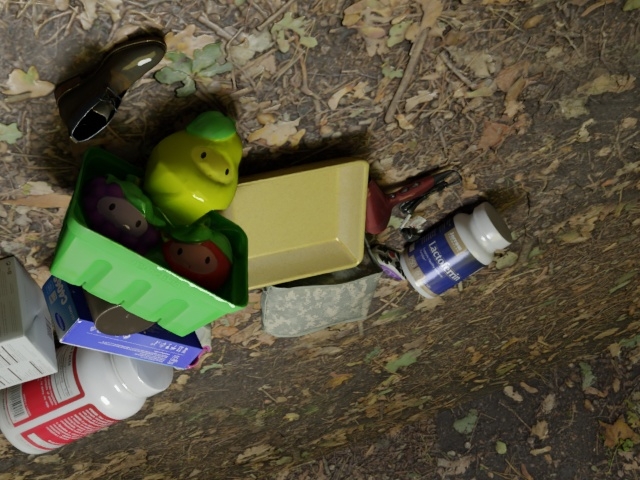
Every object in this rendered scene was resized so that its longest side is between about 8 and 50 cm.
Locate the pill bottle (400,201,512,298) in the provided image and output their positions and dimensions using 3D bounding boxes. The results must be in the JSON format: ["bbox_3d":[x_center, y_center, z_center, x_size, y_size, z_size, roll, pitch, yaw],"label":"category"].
[{"bbox_3d":[0.348,0.023,2.124,0.265,0.153,0.153,-36,145,24],"label":"pill bottle"}]

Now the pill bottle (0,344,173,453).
[{"bbox_3d":[-0.577,0.357,2.039,0.408,0.228,0.229,-25,149,19],"label":"pill bottle"}]

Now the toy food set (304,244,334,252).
[{"bbox_3d":[0.000,0.000,1.971,0.122,0.077,0.019,-7,143,-21],"label":"toy food set"}]

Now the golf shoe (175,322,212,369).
[{"bbox_3d":[-0.388,0.286,2.148,0.115,0.140,0.306,12,138,-43],"label":"golf shoe"}]

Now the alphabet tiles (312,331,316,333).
[{"bbox_3d":[-0.019,0.203,2.341,0.198,0.009,0.237,-26,148,11],"label":"alphabet tiles"}]

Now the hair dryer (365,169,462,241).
[{"bbox_3d":[0.177,-0.107,1.934,0.294,0.080,0.223,7,124,-45],"label":"hair dryer"}]

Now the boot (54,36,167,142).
[{"bbox_3d":[-0.340,-0.246,1.376,0.219,0.106,0.082,-28,148,15],"label":"boot"}]

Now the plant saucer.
[{"bbox_3d":[-0.069,-0.047,1.822,0.333,0.081,0.332,-12,137,-12],"label":"plant saucer"}]

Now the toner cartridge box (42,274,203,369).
[{"bbox_3d":[-0.431,0.175,1.832,0.075,0.165,0.348,-48,140,16],"label":"toner cartridge box"}]

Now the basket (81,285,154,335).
[{"bbox_3d":[-0.415,0.069,1.710,0.204,0.226,0.154,9,139,-39],"label":"basket"}]

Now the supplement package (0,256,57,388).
[{"bbox_3d":[-0.731,0.197,1.762,0.263,0.199,0.198,-17,149,-4],"label":"supplement package"}]

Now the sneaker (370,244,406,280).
[{"bbox_3d":[0.170,0.061,2.191,0.071,0.068,0.170,-21,143,33],"label":"sneaker"}]

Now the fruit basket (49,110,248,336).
[{"bbox_3d":[-0.269,-0.051,1.531,0.392,0.282,0.391,-3,129,-3],"label":"fruit basket"}]

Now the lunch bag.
[{"bbox_3d":[-0.019,0.114,2.053,0.287,0.168,0.235,-14,149,-17],"label":"lunch bag"}]
